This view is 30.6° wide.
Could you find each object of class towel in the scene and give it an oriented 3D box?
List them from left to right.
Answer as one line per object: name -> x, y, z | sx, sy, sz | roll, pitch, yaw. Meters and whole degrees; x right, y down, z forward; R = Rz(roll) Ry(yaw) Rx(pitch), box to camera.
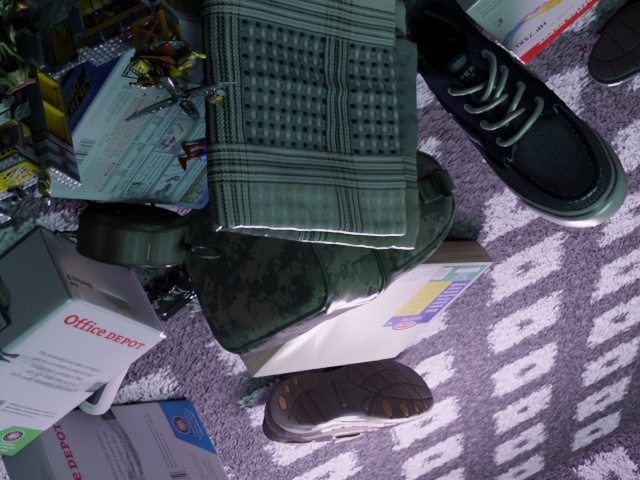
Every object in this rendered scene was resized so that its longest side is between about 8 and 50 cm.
towel -> 0.004, -0.151, 1.253 | 0.056, 0.312, 0.324 | -9, 171, 42

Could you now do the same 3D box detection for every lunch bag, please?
lunch bag -> 0.000, 0.000, 1.489 | 0.256, 0.212, 0.305 | -14, 169, -36

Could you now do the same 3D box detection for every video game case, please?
video game case -> -0.167, -0.151, 1.304 | 0.244, 0.061, 0.269 | 4, 136, -46

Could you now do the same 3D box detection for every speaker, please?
speaker -> -0.316, 0.197, 1.715 | 0.055, 0.055, 0.136 | -7, 144, -36

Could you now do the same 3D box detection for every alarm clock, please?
alarm clock -> -0.204, -0.006, 1.384 | 0.129, 0.192, 0.064 | -23, 125, -68

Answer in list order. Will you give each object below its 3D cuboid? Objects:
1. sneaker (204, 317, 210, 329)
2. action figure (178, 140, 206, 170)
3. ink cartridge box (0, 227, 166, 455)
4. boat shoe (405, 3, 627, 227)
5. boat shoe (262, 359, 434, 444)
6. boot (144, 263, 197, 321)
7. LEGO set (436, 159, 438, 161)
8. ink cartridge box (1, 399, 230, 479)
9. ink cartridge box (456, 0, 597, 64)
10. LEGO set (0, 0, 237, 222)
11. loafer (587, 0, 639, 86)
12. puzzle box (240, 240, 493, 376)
sneaker -> -0.118, 0.102, 1.762 | 0.134, 0.051, 0.070 | -16, 164, -39
action figure -> -0.105, -0.104, 1.349 | 0.115, 0.030, 0.038 | -16, 143, -30
ink cartridge box -> -0.376, 0.138, 1.496 | 0.289, 0.121, 0.211 | -37, 150, 11
boat shoe -> 0.215, -0.152, 1.393 | 0.127, 0.340, 0.158 | -48, 138, 8
boat shoe -> 0.045, 0.304, 2.164 | 0.355, 0.132, 0.130 | 2, 148, -32
boot -> -0.190, 0.080, 1.660 | 0.099, 0.045, 0.121 | -39, 143, 9
LEGO set -> 0.167, -0.086, 1.754 | 0.054, 0.023, 0.083 | -35, 151, 7
ink cartridge box -> -0.310, 0.383, 1.833 | 0.307, 0.223, 0.129 | 2, 138, -44
ink cartridge box -> 0.257, -0.307, 1.439 | 0.134, 0.078, 0.231 | -41, 150, 18
LEGO set -> -0.259, -0.146, 1.036 | 0.331, 0.192, 0.255 | -20, 156, 9
loafer -> 0.493, -0.314, 1.637 | 0.267, 0.096, 0.084 | -48, 153, 24
puzzle box -> 0.083, 0.106, 1.896 | 0.272, 0.052, 0.409 | -47, 154, 26
